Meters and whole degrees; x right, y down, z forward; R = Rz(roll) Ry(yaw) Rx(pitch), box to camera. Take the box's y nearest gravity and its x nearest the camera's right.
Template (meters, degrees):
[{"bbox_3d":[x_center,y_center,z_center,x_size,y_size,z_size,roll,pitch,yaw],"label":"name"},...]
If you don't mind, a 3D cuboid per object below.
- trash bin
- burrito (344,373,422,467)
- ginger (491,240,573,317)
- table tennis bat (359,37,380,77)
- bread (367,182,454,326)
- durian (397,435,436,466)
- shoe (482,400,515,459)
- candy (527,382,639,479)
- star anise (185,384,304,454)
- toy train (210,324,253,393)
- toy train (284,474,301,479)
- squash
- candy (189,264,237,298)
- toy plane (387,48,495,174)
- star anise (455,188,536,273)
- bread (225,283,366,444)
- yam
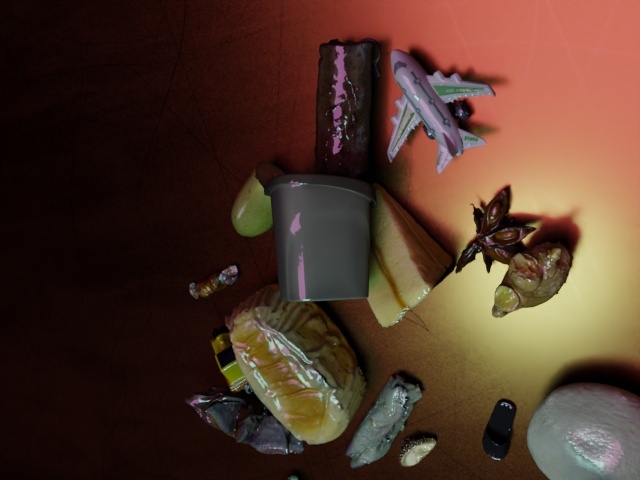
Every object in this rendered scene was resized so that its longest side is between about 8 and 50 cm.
[{"bbox_3d":[0.000,0.000,1.460,0.220,0.220,0.249,-1,86,-13],"label":"trash bin"},{"bbox_3d":[0.148,0.453,1.715,0.096,0.066,0.309,37,121,17],"label":"burrito"},{"bbox_3d":[0.416,0.070,1.372,0.102,0.157,0.216,61,155,27],"label":"ginger"},{"bbox_3d":[0.104,-0.378,1.456,0.050,0.007,0.083,-18,98,32],"label":"table tennis bat"},{"bbox_3d":[0.131,0.031,1.507,0.264,0.163,0.167,46,123,6],"label":"bread"},{"bbox_3d":[0.227,0.512,1.705,0.066,0.052,0.130,40,121,6],"label":"durian"},{"bbox_3d":[0.401,0.437,1.588,0.062,0.053,0.159,15,113,18],"label":"shoe"},{"bbox_3d":[0.566,0.419,1.418,0.296,0.185,0.295,12,119,22],"label":"candy"},{"bbox_3d":[-0.185,0.458,1.797,0.332,0.331,0.117,24,82,17],"label":"star anise"},{"bbox_3d":[-0.221,0.291,1.779,0.089,0.219,0.127,-31,137,-1],"label":"toy train"},{"bbox_3d":[-0.076,0.740,1.907,0.081,0.125,0.193,0,109,24],"label":"toy train"},{"bbox_3d":[-0.144,-0.083,1.639,0.123,0.123,0.186,44,126,6],"label":"squash"},{"bbox_3d":[-0.282,0.114,1.820,0.182,0.046,0.053,-26,94,34],"label":"candy"},{"bbox_3d":[0.216,-0.267,1.387,0.251,0.101,0.255,-32,88,33],"label":"toy plane"},{"bbox_3d":[0.368,0.000,1.436,0.157,0.053,0.212,20,115,20],"label":"star anise"},{"bbox_3d":[-0.049,0.288,1.678,0.236,0.183,0.388,-27,99,24],"label":"bread"},{"bbox_3d":[0.048,-0.271,1.454,0.131,0.131,0.279,10,112,24],"label":"yam"}]
